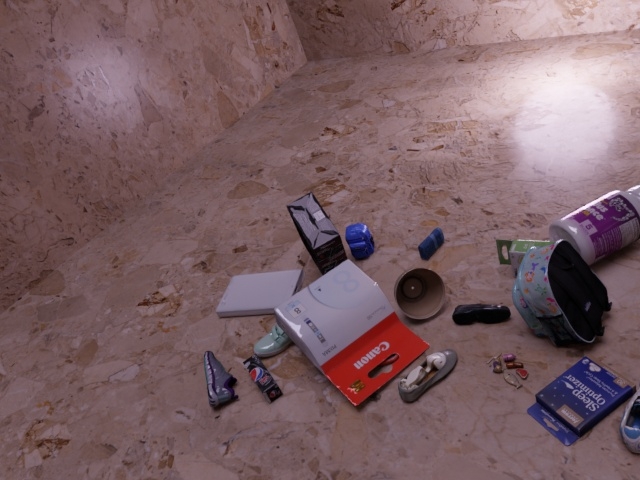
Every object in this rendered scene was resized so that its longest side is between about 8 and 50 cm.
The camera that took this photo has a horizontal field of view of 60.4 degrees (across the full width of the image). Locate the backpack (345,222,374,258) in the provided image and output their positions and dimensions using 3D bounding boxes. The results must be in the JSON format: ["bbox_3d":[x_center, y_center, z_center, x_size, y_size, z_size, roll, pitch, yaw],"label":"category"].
[{"bbox_3d":[0.148,0.000,2.070,0.097,0.120,0.101,-13,35,14],"label":"backpack"}]

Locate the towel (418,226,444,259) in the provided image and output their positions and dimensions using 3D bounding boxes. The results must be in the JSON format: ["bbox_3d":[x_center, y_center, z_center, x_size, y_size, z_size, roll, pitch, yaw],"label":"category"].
[{"bbox_3d":[0.396,0.011,1.957,0.119,0.067,0.029,-41,36,-25],"label":"towel"}]

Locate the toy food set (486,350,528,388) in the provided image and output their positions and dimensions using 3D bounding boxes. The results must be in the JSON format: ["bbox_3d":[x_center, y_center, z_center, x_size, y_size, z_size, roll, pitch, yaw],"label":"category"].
[{"bbox_3d":[0.510,0.340,1.485,0.077,0.019,0.122,-35,36,-16],"label":"toy food set"}]

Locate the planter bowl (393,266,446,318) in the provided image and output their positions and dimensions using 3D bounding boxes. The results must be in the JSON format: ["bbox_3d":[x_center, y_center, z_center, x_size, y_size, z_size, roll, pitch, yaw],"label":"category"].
[{"bbox_3d":[0.305,0.159,1.753,0.162,0.162,0.109,-25,7,-3],"label":"planter bowl"}]

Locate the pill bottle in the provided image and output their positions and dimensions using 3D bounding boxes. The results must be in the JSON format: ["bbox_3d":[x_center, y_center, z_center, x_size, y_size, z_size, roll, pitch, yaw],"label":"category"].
[{"bbox_3d":[0.869,-0.050,1.670,0.301,0.169,0.169,-27,34,-5],"label":"pill bottle"}]

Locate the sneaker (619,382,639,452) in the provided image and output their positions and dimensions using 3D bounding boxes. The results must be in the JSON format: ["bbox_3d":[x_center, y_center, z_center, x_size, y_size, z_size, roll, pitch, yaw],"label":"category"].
[{"bbox_3d":[0.748,0.369,1.248,0.085,0.086,0.237,11,45,42],"label":"sneaker"}]

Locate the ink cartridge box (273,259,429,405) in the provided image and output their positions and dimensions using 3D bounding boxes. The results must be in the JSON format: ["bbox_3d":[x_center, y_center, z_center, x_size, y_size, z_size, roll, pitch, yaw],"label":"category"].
[{"bbox_3d":[0.091,0.262,1.668,0.308,0.091,0.385,-32,50,-24],"label":"ink cartridge box"}]

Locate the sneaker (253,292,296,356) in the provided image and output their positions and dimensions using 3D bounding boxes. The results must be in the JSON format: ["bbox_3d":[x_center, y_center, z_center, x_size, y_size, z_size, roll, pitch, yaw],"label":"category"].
[{"bbox_3d":[-0.131,0.276,1.835,0.255,0.151,0.094,-30,36,-7],"label":"sneaker"}]

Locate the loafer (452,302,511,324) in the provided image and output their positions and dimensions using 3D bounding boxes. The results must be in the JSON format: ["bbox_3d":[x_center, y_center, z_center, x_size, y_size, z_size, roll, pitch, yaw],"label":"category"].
[{"bbox_3d":[0.481,0.209,1.646,0.169,0.062,0.061,-5,34,24],"label":"loafer"}]

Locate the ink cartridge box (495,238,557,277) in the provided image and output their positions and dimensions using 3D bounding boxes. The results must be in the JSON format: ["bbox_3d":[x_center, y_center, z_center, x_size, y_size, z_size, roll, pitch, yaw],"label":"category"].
[{"bbox_3d":[0.647,0.059,1.706,0.209,0.109,0.062,4,42,34],"label":"ink cartridge box"}]

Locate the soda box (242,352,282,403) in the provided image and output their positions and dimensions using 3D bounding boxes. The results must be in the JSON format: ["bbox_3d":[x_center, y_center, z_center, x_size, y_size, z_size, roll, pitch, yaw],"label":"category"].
[{"bbox_3d":[-0.183,0.432,1.734,0.053,0.060,0.169,-34,35,-13],"label":"soda box"}]

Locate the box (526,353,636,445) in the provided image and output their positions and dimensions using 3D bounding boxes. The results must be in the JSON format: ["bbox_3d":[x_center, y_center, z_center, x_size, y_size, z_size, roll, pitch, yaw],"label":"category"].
[{"bbox_3d":[0.631,0.384,1.342,0.225,0.037,0.136,-33,35,-12],"label":"box"}]

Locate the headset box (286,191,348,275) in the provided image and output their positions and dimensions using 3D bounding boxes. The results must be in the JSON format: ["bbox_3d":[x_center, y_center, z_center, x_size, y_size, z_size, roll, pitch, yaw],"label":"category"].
[{"bbox_3d":[0.000,0.000,2.001,0.110,0.293,0.218,-29,59,-5],"label":"headset box"}]

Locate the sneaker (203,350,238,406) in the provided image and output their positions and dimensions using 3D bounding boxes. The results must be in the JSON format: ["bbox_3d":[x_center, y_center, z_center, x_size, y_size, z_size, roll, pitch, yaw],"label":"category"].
[{"bbox_3d":[-0.327,0.448,1.805,0.098,0.083,0.224,-7,36,-13],"label":"sneaker"}]

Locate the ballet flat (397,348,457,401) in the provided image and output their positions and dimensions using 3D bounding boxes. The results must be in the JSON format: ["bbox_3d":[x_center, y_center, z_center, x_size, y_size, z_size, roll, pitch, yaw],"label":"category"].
[{"bbox_3d":[0.301,0.363,1.535,0.213,0.068,0.072,-37,36,-19],"label":"ballet flat"}]

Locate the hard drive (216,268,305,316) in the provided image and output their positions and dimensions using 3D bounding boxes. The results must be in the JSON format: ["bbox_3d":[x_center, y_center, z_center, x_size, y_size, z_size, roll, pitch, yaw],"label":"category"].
[{"bbox_3d":[-0.227,0.200,2.095,0.307,0.040,0.203,-6,38,23],"label":"hard drive"}]

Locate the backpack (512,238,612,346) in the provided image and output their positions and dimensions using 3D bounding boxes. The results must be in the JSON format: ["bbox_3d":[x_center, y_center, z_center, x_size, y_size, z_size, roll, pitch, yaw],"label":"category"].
[{"bbox_3d":[0.638,0.132,1.490,0.191,0.254,0.225,-13,31,51],"label":"backpack"}]

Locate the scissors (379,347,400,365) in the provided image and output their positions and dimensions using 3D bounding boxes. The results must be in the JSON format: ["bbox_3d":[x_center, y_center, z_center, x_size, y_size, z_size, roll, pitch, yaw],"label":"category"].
[{"bbox_3d":[0.098,0.361,1.697,0.296,0.021,0.109,-15,37,9],"label":"scissors"}]
